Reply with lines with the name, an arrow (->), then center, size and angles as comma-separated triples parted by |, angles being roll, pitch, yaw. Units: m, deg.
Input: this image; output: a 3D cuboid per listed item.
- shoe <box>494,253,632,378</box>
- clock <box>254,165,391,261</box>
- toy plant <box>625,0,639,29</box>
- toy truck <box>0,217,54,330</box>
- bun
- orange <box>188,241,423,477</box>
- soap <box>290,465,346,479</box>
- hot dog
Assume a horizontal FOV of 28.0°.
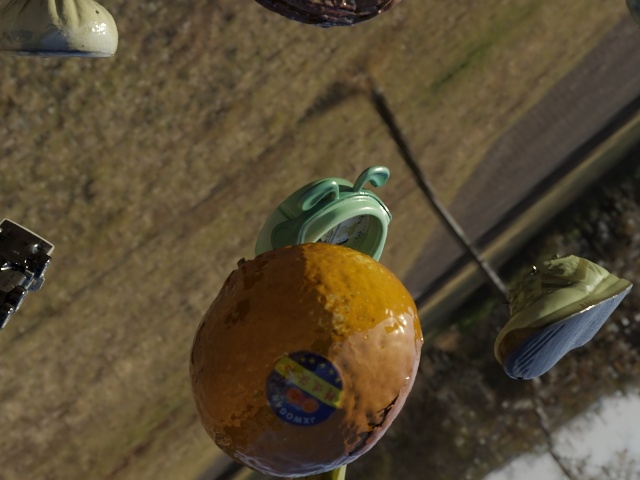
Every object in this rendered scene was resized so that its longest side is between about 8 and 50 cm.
shoe -> 0.245, 0.073, 1.379 | 0.103, 0.098, 0.275 | -59, 161, 22
clock -> 0.001, 0.001, 1.281 | 0.148, 0.060, 0.188 | -16, 142, -40
toy plant -> 0.335, -0.301, 1.087 | 0.247, 0.332, 0.247 | -6, 147, -4
toy truck -> -0.445, 0.076, 1.699 | 0.125, 0.101, 0.242 | -58, -176, 30
bun -> -0.295, -0.250, 1.442 | 0.138, 0.094, 0.138 | 3, -176, 0
orange -> -0.016, 0.104, 1.142 | 0.219, 0.193, 0.219 | -57, 175, -7
soap -> 0.005, 0.222, 1.335 | 0.089, 0.045, 0.140 | -35, -149, 54
hot dog -> 0.000, -0.369, 1.743 | 0.259, 0.175, 0.114 | 0, 132, -24
